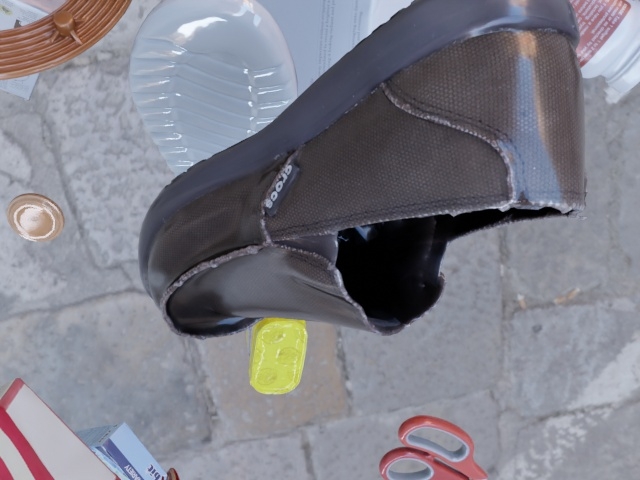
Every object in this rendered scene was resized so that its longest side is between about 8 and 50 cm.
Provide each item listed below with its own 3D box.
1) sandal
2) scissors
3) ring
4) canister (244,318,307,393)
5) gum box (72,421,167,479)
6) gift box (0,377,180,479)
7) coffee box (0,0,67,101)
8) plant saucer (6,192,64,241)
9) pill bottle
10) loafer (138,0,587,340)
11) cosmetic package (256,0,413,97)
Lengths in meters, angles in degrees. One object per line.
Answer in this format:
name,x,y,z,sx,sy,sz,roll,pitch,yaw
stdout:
sandal,-0.106,-0.142,0.833,0.170,0.102,0.416,9,154,1
scissors,0.202,0.294,0.930,0.297,0.021,0.109,27,112,-21
ring,-0.373,-0.330,0.855,0.337,0.336,0.032,-3,159,-7
canister,-0.073,0.124,1.118,0.073,0.170,0.126,2,117,-14
gum box,-0.241,0.290,0.886,0.184,0.041,0.157,-21,109,44
gift box,-0.191,0.236,0.350,0.258,0.255,0.276,-30,115,15
coffee box,-0.479,-0.358,1.232,0.098,0.141,0.246,20,149,-24
plant saucer,-0.424,-0.032,1.125,0.084,0.013,0.083,0,125,-1
pill bottle,0.354,-0.300,1.031,0.216,0.121,0.121,36,112,-1
loafer,0.000,0.000,0.453,0.134,0.130,0.366,0,157,-37
cosmetic package,-0.033,-0.279,1.105,0.156,0.385,0.217,-16,116,-45
